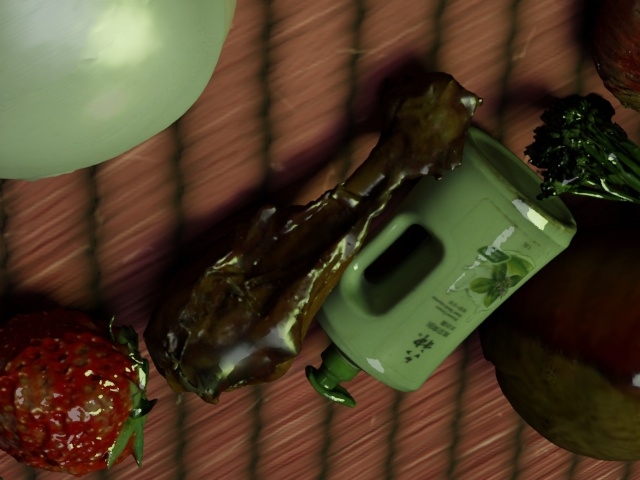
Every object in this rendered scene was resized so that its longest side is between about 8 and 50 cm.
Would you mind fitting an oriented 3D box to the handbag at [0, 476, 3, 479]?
[{"bbox_3d":[-0.376,0.283,1.132,0.269,0.100,0.274,-2,126,-21],"label":"handbag"}]

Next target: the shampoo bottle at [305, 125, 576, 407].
[{"bbox_3d":[0.072,0.034,1.138,0.118,0.087,0.234,39,110,-11],"label":"shampoo bottle"}]

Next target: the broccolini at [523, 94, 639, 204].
[{"bbox_3d":[0.273,-0.044,1.143,0.272,0.123,0.062,16,141,-18],"label":"broccolini"}]

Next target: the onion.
[{"bbox_3d":[0.289,-0.141,1.078,0.184,0.147,0.184,-15,144,-11],"label":"onion"}]

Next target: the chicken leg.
[{"bbox_3d":[0.000,0.000,1.082,0.304,0.113,0.093,-42,149,8],"label":"chicken leg"}]

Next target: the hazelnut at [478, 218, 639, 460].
[{"bbox_3d":[0.236,0.066,1.192,0.208,0.208,0.208,-12,129,-15],"label":"hazelnut"}]

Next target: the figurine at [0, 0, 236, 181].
[{"bbox_3d":[-0.208,-0.112,0.834,0.361,0.211,0.253,-31,131,2],"label":"figurine"}]

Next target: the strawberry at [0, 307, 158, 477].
[{"bbox_3d":[-0.193,0.109,1.066,0.148,0.131,0.131,-15,129,-16],"label":"strawberry"}]
